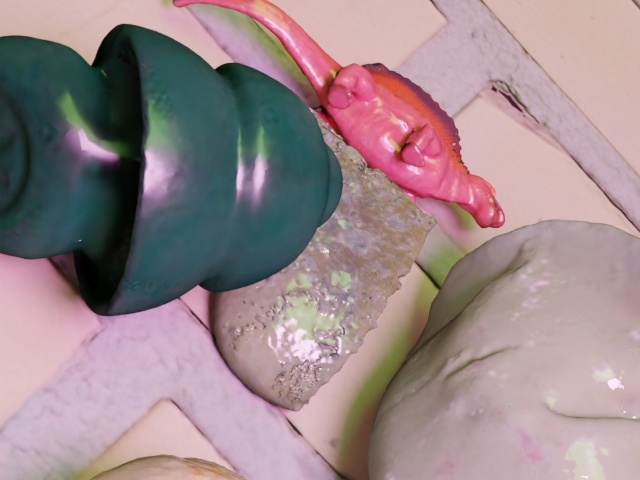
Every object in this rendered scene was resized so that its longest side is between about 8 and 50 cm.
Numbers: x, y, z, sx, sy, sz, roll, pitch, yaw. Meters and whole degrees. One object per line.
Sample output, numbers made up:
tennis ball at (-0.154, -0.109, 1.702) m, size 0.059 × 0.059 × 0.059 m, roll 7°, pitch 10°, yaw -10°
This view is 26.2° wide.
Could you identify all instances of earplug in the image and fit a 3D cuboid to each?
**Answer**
earplug at (-0.121, -0.077, 0.812) m, size 0.280 × 0.164 × 0.257 m, roll 12°, pitch 50°, yaw -19°

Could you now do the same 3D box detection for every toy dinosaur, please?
toy dinosaur at (0.032, -0.113, 1.016) m, size 0.286 × 0.070 × 0.139 m, roll 41°, pitch 38°, yaw -3°

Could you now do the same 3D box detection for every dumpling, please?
dumpling at (0.160, 0.152, 0.851) m, size 0.270 × 0.212 × 0.321 m, roll -32°, pitch 84°, yaw -8°

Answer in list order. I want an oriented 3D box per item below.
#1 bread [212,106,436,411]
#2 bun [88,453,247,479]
bread at (0.000, 0.000, 0.917) m, size 0.172 × 0.064 × 0.232 m, roll 4°, pitch 63°, yaw -30°
bun at (-0.091, 0.196, 0.716) m, size 0.188 × 0.111 × 0.164 m, roll -41°, pitch 107°, yaw -45°
